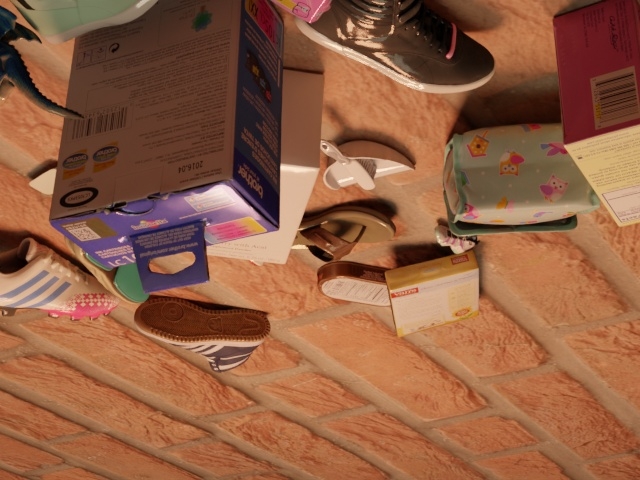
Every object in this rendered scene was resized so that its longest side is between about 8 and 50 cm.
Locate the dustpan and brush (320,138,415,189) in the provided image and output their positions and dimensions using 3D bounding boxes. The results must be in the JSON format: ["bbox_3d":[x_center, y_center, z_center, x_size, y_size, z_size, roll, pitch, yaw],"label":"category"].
[{"bbox_3d":[0.050,-0.127,1.851,0.147,0.060,0.211,-13,148,24],"label":"dustpan and brush"}]

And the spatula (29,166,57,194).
[{"bbox_3d":[-0.357,-0.107,1.946,0.242,0.019,0.168,-22,142,36],"label":"spatula"}]

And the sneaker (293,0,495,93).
[{"bbox_3d":[0.125,-0.288,1.515,0.295,0.105,0.147,17,152,-18],"label":"sneaker"}]

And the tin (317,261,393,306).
[{"bbox_3d":[0.085,0.088,2.258,0.189,0.040,0.106,10,154,-16],"label":"tin"}]

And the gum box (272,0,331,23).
[{"bbox_3d":[-0.053,-0.355,1.396,0.188,0.062,0.107,29,144,-10],"label":"gum box"}]

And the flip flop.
[{"bbox_3d":[0.000,0.000,2.058,0.277,0.080,0.112,-5,150,12],"label":"flip flop"}]

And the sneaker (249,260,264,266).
[{"bbox_3d":[-0.128,-0.066,1.980,0.128,0.087,0.221,-38,127,7],"label":"sneaker"}]

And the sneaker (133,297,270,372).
[{"bbox_3d":[-0.259,0.202,2.409,0.282,0.099,0.153,7,148,-17],"label":"sneaker"}]

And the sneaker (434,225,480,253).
[{"bbox_3d":[0.253,-0.011,2.077,0.069,0.038,0.098,-20,154,30],"label":"sneaker"}]

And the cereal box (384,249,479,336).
[{"bbox_3d":[0.218,0.105,2.221,0.172,0.047,0.240,-14,153,0],"label":"cereal box"}]

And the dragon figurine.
[{"bbox_3d":[-0.422,-0.259,1.492,0.289,0.144,0.085,20,170,17],"label":"dragon figurine"}]

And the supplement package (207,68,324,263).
[{"bbox_3d":[-0.109,-0.114,1.765,0.177,0.175,0.293,7,150,-8],"label":"supplement package"}]

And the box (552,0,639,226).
[{"bbox_3d":[0.424,-0.174,1.596,0.117,0.214,0.243,-14,147,26],"label":"box"}]

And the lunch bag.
[{"bbox_3d":[0.304,-0.091,1.803,0.223,0.160,0.262,-4,175,1],"label":"lunch bag"}]

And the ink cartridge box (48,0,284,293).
[{"bbox_3d":[-0.196,-0.132,1.511,0.269,0.396,0.151,-11,148,22],"label":"ink cartridge box"}]

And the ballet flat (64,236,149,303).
[{"bbox_3d":[-0.403,0.041,2.166,0.086,0.086,0.248,-8,148,16],"label":"ballet flat"}]

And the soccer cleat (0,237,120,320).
[{"bbox_3d":[-0.509,0.070,2.175,0.331,0.143,0.116,4,-163,-44],"label":"soccer cleat"}]

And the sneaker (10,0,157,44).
[{"bbox_3d":[-0.303,-0.343,1.452,0.255,0.094,0.151,-18,142,28],"label":"sneaker"}]
